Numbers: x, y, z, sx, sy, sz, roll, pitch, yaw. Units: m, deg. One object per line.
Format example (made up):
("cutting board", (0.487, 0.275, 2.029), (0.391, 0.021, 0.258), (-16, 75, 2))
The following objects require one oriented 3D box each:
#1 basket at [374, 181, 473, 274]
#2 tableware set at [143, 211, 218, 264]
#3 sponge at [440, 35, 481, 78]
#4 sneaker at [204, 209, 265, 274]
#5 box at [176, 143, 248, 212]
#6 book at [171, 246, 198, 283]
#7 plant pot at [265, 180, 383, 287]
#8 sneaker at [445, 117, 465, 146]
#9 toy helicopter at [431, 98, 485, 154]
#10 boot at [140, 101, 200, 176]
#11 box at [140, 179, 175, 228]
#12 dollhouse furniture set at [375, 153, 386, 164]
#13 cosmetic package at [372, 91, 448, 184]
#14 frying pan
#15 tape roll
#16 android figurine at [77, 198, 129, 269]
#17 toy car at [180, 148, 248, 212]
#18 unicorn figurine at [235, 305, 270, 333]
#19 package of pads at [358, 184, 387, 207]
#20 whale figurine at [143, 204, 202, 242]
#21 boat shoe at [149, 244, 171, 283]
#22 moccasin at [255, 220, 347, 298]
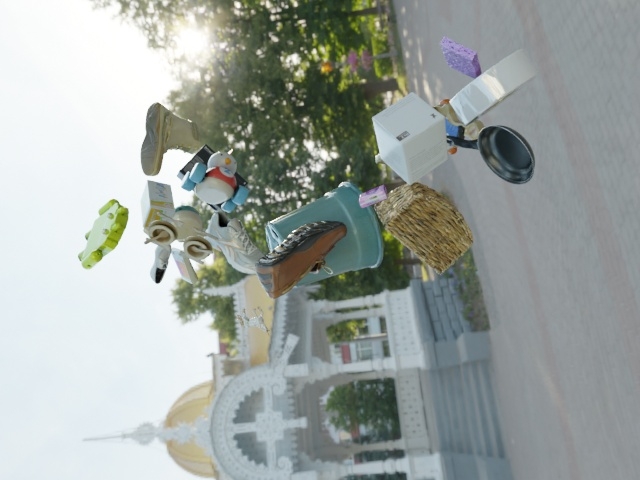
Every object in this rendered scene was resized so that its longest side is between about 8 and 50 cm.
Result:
("basket", (0.368, -0.072, 1.910), (0.299, 0.213, 0.223), (38, -166, -18))
("tableware set", (-0.410, 0.007, 1.582), (0.128, 0.194, 0.039), (-53, 20, 37))
("sponge", (0.453, -0.581, 1.748), (0.031, 0.117, 0.210), (-60, -18, 10))
("sneaker", (-0.257, 0.002, 1.695), (0.099, 0.262, 0.121), (-30, -34, -51))
("box", (-0.490, -0.276, 2.475), (0.261, 0.184, 0.103), (43, 159, -11))
("book", (-0.567, 0.102, 2.250), (0.035, 0.096, 0.144), (-37, -55, -35))
("plant pot", (0.000, 0.000, 1.988), (0.341, 0.334, 0.341), (55, 158, 35))
("sneaker", (0.470, -0.397, 1.948), (0.058, 0.084, 0.152), (82, -178, -48))
("toy helicopter", (0.559, -0.454, 2.275), (0.355, 0.140, 0.235), (-146, 42, -61))
("boot", (-0.520, -0.327, 1.908), (0.203, 0.095, 0.262), (21, -115, -54))
("box", (-0.667, -0.141, 2.224), (0.114, 0.103, 0.203), (-62, 33, 27))
("dollhouse furniture set", (0.322, -0.351, 2.035), (0.161, 0.181, 0.101), (157, 114, -65))
("cosmetic package", (0.265, -0.298, 1.598), (0.151, 0.151, 0.184), (50, 170, 36))
("frying pan", (0.507, -0.252, 1.605), (0.197, 0.053, 0.326), (56, 166, -16))
("tape roll", (0.571, -0.501, 1.802), (0.100, 0.286, 0.286), (56, -173, 1))
("android figurine", (-0.719, -0.025, 1.808), (0.056, 0.272, 0.248), (30, -129, -34))
("toy car", (-0.382, -0.271, 2.111), (0.210, 0.219, 0.238), (-23, 46, 57))
("unicorn figurine", (-0.275, 0.338, 2.297), (0.060, 0.161, 0.111), (-24, -77, -54))
("package of pads", (0.153, -0.128, 1.582), (0.032, 0.083, 0.050), (61, -162, -23))
("whale figurine", (-0.704, -0.079, 2.607), (0.216, 0.271, 0.141), (72, 180, -50))
("boat shoe", (-0.615, 0.089, 2.105), (0.063, 0.066, 0.184), (51, 120, 39))
("moccasin", (-0.040, 0.051, 1.685), (0.380, 0.139, 0.147), (-42, -55, -47))
